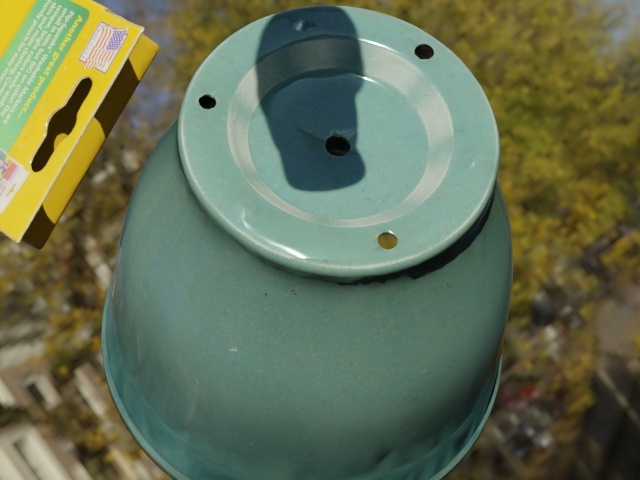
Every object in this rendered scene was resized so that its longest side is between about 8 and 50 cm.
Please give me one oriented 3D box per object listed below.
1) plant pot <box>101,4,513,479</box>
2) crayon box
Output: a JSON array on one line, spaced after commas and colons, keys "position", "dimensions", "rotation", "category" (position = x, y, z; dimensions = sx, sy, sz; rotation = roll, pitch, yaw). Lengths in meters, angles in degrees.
[{"position": [0.000, 0.000, 1.077], "dimensions": [0.271, 0.272, 0.255], "rotation": [-34, -22, -24], "category": "plant pot"}, {"position": [-0.278, -0.130, 1.503], "dimensions": [0.083, 0.323, 0.203], "rotation": [33, -93, -51], "category": "crayon box"}]
